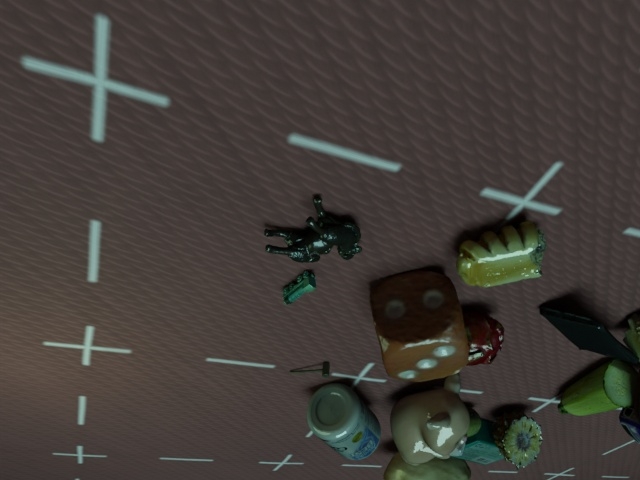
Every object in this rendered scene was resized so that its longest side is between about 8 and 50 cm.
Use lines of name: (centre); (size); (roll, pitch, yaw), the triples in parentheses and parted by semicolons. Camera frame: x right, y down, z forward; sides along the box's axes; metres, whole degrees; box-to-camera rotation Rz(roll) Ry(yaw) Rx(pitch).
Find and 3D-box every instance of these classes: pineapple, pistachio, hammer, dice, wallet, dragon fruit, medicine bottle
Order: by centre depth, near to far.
dice: (0.200, 0.177, 0.966); (0.179, 0.175, 0.174); (-9, 138, 9)
dragon fruit: (0.341, 0.230, 1.070); (0.165, 0.133, 0.136); (0, 129, 9)
wallet: (0.653, 0.233, 1.127); (0.285, 0.030, 0.146); (33, 168, -36)
hammer: (-0.029, 0.346, 1.228); (0.110, 0.036, 0.019); (-9, 137, 16)
medicine bottle: (0.083, 0.542, 1.355); (0.157, 0.157, 0.289); (-19, 135, 14)
pineapple: (0.636, 0.650, 1.556); (0.161, 0.176, 0.137); (-22, -178, -18)
pistachio: (0.376, 0.849, 1.670); (0.308, 0.230, 0.230); (9, 136, -4)

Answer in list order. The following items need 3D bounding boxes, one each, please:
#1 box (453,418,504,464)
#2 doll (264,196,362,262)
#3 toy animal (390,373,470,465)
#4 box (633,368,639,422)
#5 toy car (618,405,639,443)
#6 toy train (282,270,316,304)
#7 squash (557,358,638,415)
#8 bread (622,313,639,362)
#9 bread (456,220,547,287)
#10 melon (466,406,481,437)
box: (0.563, 0.714, 1.647); (0.244, 0.092, 0.153); (28, 128, -30)
doll: (0.000, 0.000, 0.839); (0.139, 0.057, 0.165); (-34, 136, 23)
toy animal: (0.323, 0.542, 1.344); (0.256, 0.195, 0.213); (-33, 98, 40)
box: (1.066, 0.414, 1.283); (0.403, 0.108, 0.263); (-6, 101, -11)
toy car: (1.083, 0.556, 1.482); (0.235, 0.158, 0.172); (-44, 104, -13)
toy train: (-0.044, 0.099, 0.945); (0.029, 0.045, 0.092); (32, 123, -31)
squash: (0.809, 0.476, 1.399); (0.137, 0.137, 0.287); (15, 136, -22)
bread: (0.929, 0.272, 1.129); (0.314, 0.192, 0.171); (0, 156, 0)
bread: (0.346, 0.026, 0.883); (0.177, 0.084, 0.119); (-15, 135, 10)
melon: (0.435, 0.579, 1.479); (0.162, 0.099, 0.099); (4, 137, -17)
